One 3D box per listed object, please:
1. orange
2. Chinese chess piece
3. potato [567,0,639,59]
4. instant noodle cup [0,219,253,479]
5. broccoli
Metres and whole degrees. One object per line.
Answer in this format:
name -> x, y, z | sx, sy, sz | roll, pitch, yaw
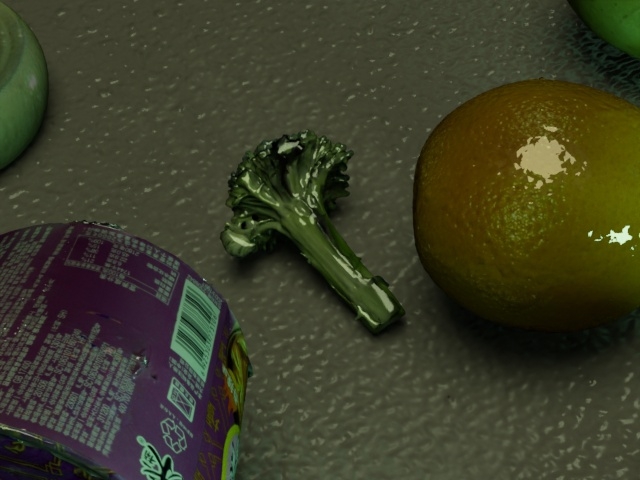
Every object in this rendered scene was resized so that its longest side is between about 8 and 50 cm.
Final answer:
orange -> 0.189, -0.028, 1.419 | 0.236, 0.236, 0.236 | -3, 50, 4
Chinese chess piece -> -0.384, -0.148, 1.664 | 0.238, 0.092, 0.237 | -4, 50, 4
potato -> 0.368, -0.253, 1.596 | 0.304, 0.216, 0.216 | 15, 53, 20
instant noodle cup -> -0.204, 0.161, 1.252 | 0.340, 0.339, 0.266 | 3, 39, 9
broccoli -> 0.002, -0.002, 1.505 | 0.122, 0.118, 0.204 | -13, 60, -45
